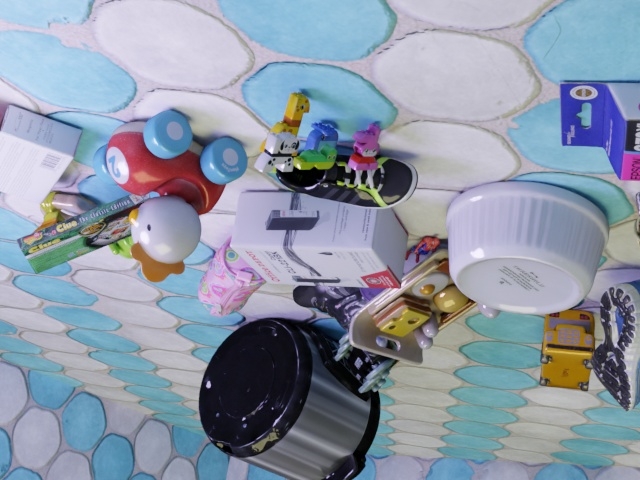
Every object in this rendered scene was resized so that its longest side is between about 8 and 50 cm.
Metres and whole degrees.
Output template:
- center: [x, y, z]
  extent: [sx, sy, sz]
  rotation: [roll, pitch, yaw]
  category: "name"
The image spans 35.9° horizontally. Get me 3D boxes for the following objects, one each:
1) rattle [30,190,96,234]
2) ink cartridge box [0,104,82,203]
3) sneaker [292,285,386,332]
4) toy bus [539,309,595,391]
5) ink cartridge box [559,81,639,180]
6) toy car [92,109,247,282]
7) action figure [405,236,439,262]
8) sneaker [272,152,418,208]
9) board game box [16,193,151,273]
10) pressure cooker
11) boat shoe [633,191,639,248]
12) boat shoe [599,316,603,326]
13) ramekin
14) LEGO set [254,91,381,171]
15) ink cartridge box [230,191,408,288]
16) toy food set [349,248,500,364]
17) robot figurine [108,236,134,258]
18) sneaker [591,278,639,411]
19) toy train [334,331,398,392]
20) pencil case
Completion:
- center: [-0.490, -0.002, 1.973]
  extent: [0.130, 0.143, 0.200]
  rotation: [-8, 150, 7]
  category: "rattle"
- center: [-0.564, -0.161, 1.706]
  extent: [0.239, 0.060, 0.275]
  rotation: [20, 157, -21]
  category: "ink cartridge box"
- center: [0.046, 0.139, 2.103]
  extent: [0.283, 0.124, 0.107]
  rotation: [-8, 152, 39]
  category: "sneaker"
- center: [0.536, 0.242, 2.141]
  extent: [0.108, 0.130, 0.333]
  rotation: [5, 158, 14]
  category: "toy bus"
- center: [0.503, -0.139, 1.300]
  extent: [0.371, 0.069, 0.176]
  rotation: [6, 158, 17]
  category: "ink cartridge box"
- center: [-0.263, -0.053, 1.600]
  extent: [0.210, 0.238, 0.219]
  rotation: [24, 154, -33]
  category: "toy car"
- center: [0.197, 0.017, 1.867]
  extent: [0.038, 0.030, 0.115]
  rotation: [19, 155, -12]
  category: "action figure"
- center: [0.032, -0.094, 1.542]
  extent: [0.234, 0.084, 0.097]
  rotation: [4, -177, 15]
  category: "sneaker"
- center: [-0.430, -0.018, 1.860]
  extent: [0.259, 0.030, 0.136]
  rotation: [-23, 164, -12]
  category: "board game box"
- center: [-0.057, 0.425, 2.538]
  extent: [0.375, 0.370, 0.420]
  rotation: [-5, 151, 42]
  category: "pressure cooker"
- center: [0.551, -0.004, 1.547]
  extent: [0.096, 0.117, 0.324]
  rotation: [-10, 157, 34]
  category: "boat shoe"
- center: [0.651, 0.170, 1.990]
  extent: [0.190, 0.072, 0.068]
  rotation: [-12, 150, 44]
  category: "boat shoe"
- center: [0.337, 0.023, 1.649]
  extent: [0.273, 0.127, 0.273]
  rotation: [11, 153, 5]
  category: "ramekin"
- center: [-0.011, -0.160, 1.431]
  extent: [0.227, 0.093, 0.087]
  rotation: [-6, -148, -44]
  category: "LEGO set"
- center: [0.000, 0.000, 1.788]
  extent: [0.273, 0.114, 0.197]
  rotation: [2, 158, 22]
  category: "ink cartridge box"
- center: [0.231, 0.143, 1.935]
  extent: [0.219, 0.092, 0.306]
  rotation: [20, 132, -40]
  category: "toy food set"
- center: [-0.382, -0.002, 2.012]
  extent: [0.101, 0.067, 0.115]
  rotation: [-14, 169, -28]
  category: "robot figurine"
- center: [0.620, 0.200, 1.898]
  extent: [0.147, 0.130, 0.330]
  rotation: [-20, 135, -15]
  category: "sneaker"
- center: [0.143, 0.236, 2.235]
  extent: [0.142, 0.190, 0.334]
  rotation: [53, 167, 12]
  category: "toy train"
- center: [-0.176, 0.075, 2.048]
  extent: [0.124, 0.124, 0.284]
  rotation: [15, 157, -13]
  category: "pencil case"
